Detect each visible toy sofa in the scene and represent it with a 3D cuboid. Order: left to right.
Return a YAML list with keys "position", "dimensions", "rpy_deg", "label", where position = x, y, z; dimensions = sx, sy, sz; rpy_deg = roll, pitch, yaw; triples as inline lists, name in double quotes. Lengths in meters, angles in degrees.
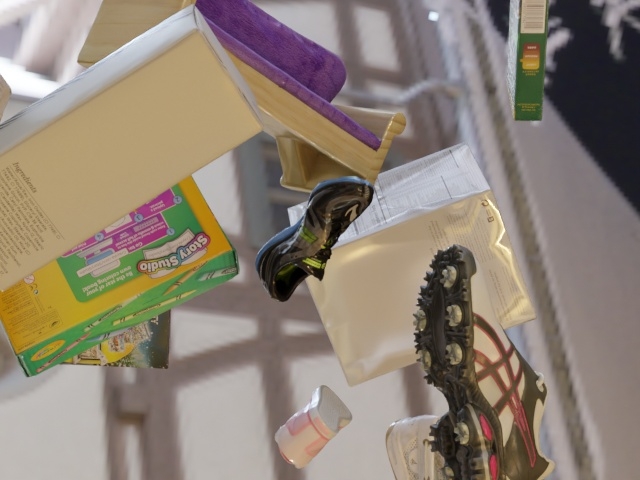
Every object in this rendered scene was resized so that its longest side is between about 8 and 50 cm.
- position: [-0.072, -0.194, 1.805]
  dimensions: [0.150, 0.362, 0.177]
  rpy_deg: [12, -104, 48]
  label: "toy sofa"

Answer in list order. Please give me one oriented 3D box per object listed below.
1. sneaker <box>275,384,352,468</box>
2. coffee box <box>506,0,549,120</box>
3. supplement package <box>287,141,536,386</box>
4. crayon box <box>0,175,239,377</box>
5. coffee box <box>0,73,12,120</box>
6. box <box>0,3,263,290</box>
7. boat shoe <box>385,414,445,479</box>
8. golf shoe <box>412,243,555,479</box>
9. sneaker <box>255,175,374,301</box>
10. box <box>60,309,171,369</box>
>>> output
- position: [-0.011, 0.194, 1.681]
  dimensions: [0.070, 0.051, 0.134]
  rpy_deg: [-41, 179, 11]
  label: "sneaker"
- position: [0.264, -0.256, 2.076]
  dimensions: [0.113, 0.040, 0.184]
  rpy_deg: [-89, 178, -57]
  label: "coffee box"
- position: [0.117, 0.028, 2.156]
  dimensions: [0.198, 0.263, 0.199]
  rpy_deg: [-103, 172, -67]
  label: "supplement package"
- position: [-0.255, 0.020, 1.893]
  dimensions: [0.165, 0.278, 0.081]
  rpy_deg: [60, -11, 22]
  label: "crayon box"
- position: [-0.591, -0.132, 1.712]
  dimensions: [0.334, 0.337, 0.338]
  rpy_deg: [-9, -134, 23]
  label: "coffee box"
- position: [-0.194, -0.081, 1.408]
  dimensions: [0.275, 0.113, 0.094]
  rpy_deg: [-30, -157, 5]
  label: "box"
- position: [0.177, 0.375, 2.254]
  dimensions: [0.096, 0.098, 0.277]
  rpy_deg: [-20, -89, 40]
  label: "boat shoe"
- position: [0.174, 0.138, 1.731]
  dimensions: [0.105, 0.120, 0.272]
  rpy_deg: [-13, -97, 63]
  label: "golf shoe"
- position: [0.000, 0.000, 1.787]
  dimensions: [0.188, 0.067, 0.078]
  rpy_deg: [-46, -138, 30]
  label: "sneaker"
- position: [-0.290, 0.068, 2.292]
  dimensions: [0.044, 0.159, 0.233]
  rpy_deg: [-93, -173, -65]
  label: "box"
